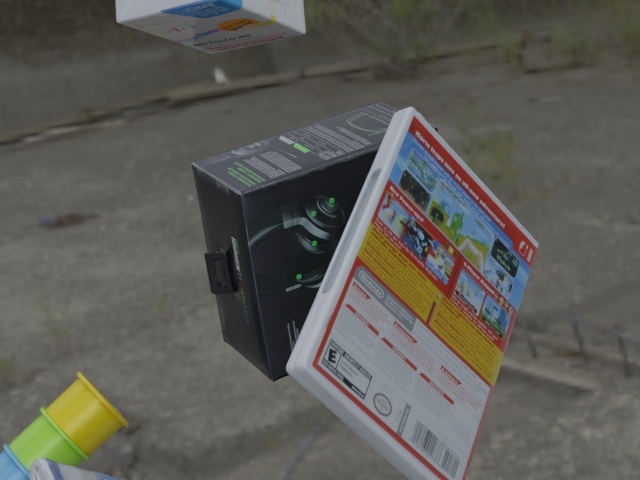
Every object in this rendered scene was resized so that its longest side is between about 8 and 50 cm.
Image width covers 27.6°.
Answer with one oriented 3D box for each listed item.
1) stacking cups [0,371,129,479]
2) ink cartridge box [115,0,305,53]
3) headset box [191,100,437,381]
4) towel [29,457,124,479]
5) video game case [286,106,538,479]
[{"bbox_3d":[-0.379,0.302,1.589,0.316,0.096,0.096,-44,24,-13],"label":"stacking cups"},{"bbox_3d":[-0.083,-0.209,1.135,0.104,0.061,0.181,-7,-6,29],"label":"ink cartridge box"},{"bbox_3d":[0.000,0.000,1.541,0.283,0.246,0.131,-21,29,-24],"label":"headset box"},{"bbox_3d":[-0.177,0.339,1.400,0.285,0.034,0.209,29,17,-45],"label":"towel"},{"bbox_3d":[0.090,0.052,1.120,0.025,0.204,0.285,-16,39,44],"label":"video game case"}]
